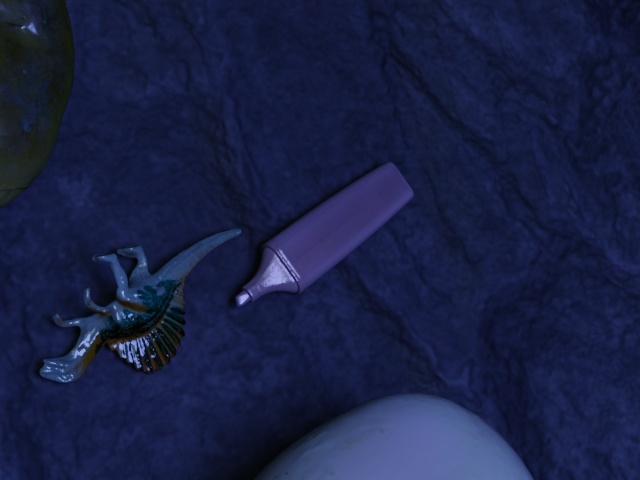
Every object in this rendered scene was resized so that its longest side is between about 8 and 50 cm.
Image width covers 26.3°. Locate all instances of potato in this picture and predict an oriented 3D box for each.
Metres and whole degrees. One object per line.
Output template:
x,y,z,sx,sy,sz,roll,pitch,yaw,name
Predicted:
-0.273,-0.136,1.055,0.169,0.143,0.248,27,59,-54,potato

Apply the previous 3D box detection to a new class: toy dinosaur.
-0.142,0.056,1.119,0.187,0.044,0.106,-11,96,-35,toy dinosaur

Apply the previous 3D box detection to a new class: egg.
0.046,0.281,1.010,0.283,0.283,0.345,26,62,-14,egg

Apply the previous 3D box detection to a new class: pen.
0.000,0.000,1.186,0.197,0.032,0.053,-36,93,-26,pen
